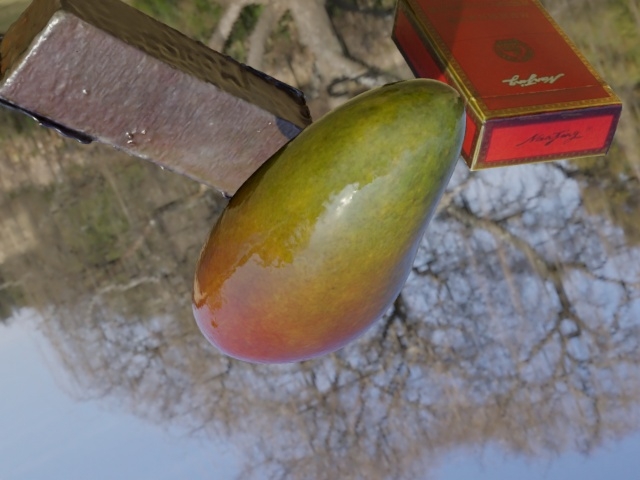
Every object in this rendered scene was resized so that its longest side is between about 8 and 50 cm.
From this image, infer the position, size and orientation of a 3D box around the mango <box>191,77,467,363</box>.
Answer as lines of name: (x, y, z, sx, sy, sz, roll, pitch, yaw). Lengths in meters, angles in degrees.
mango: (-0.006, 0.001, 0.712, 0.146, 0.129, 0.289, -4, 151, -21)

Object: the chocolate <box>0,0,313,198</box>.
chocolate: (-0.154, -0.145, 1.006, 0.112, 0.321, 0.112, -46, -142, 31)

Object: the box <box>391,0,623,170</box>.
box: (0.184, -0.176, 1.064, 0.153, 0.074, 0.240, -5, -136, -18)
